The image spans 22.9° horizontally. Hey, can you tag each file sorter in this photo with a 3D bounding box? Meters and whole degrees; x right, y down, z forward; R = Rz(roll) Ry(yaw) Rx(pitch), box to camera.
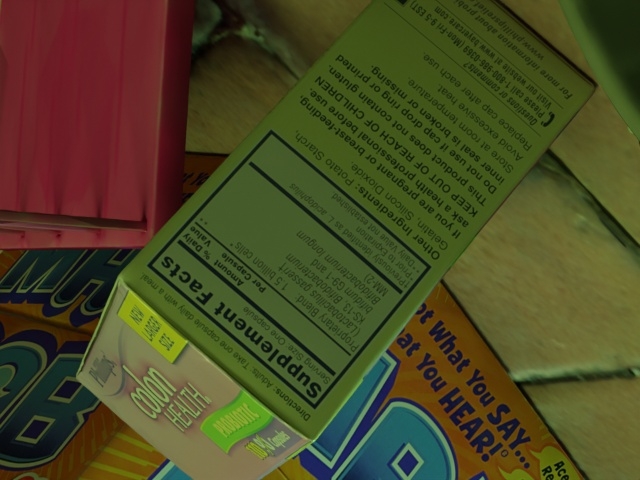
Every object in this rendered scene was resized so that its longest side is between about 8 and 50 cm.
[{"bbox_3d":[-0.224,-0.102,0.986,0.182,0.202,0.291,5,177,-30],"label":"file sorter"}]

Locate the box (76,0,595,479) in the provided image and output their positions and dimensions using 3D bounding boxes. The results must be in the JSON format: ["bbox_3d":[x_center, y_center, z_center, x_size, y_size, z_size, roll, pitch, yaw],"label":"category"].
[{"bbox_3d":[0.000,0.000,0.845,0.117,0.243,0.213,41,158,0],"label":"box"}]

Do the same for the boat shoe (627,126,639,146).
[{"bbox_3d":[0.168,-0.065,0.673,0.219,0.070,0.078,47,158,-14],"label":"boat shoe"}]

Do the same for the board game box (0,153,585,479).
[{"bbox_3d":[-0.091,0.183,1.188,0.356,0.356,0.356,7,140,54],"label":"board game box"}]

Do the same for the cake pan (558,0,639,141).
[{"bbox_3d":[0.133,-0.142,0.432,0.293,0.054,0.293,166,90,-74],"label":"cake pan"}]
